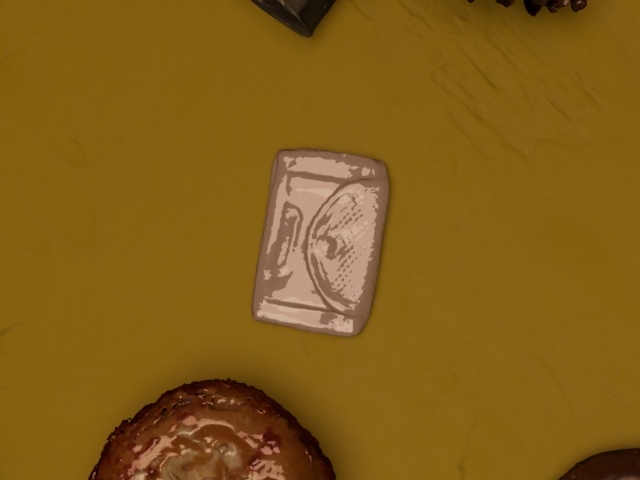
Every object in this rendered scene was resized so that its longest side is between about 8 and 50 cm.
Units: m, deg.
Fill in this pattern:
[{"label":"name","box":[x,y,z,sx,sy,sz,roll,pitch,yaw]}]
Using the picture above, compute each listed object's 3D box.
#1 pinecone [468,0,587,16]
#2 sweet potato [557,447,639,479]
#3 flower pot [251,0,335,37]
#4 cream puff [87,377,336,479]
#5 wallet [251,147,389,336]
[{"label":"pinecone","box":[0.185,-0.313,1.390,0.204,0.179,0.184,25,130,2]},{"label":"sweet potato","box":[0.318,0.252,1.385,0.346,0.079,0.108,6,98,9]},{"label":"flower pot","box":[-0.069,-0.312,1.452,0.229,0.103,0.108,38,89,7]},{"label":"cream puff","box":[-0.098,0.253,1.384,0.240,0.164,0.240,-1,71,2]},{"label":"wallet","box":[0.000,0.000,1.457,0.124,0.032,0.183,9,88,8]}]
